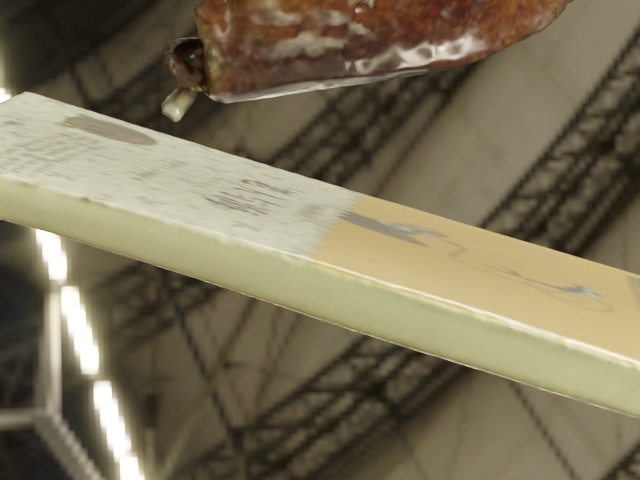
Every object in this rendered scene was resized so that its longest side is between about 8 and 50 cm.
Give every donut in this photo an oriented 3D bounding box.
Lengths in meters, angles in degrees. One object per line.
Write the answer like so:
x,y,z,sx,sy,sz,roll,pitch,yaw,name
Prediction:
0.020,-0.145,0.563,0.085,0.141,0.217,88,-2,-51,donut

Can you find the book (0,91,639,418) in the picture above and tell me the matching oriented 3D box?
0.000,0.000,0.941,0.269,0.388,0.032,-54,160,-79,book
